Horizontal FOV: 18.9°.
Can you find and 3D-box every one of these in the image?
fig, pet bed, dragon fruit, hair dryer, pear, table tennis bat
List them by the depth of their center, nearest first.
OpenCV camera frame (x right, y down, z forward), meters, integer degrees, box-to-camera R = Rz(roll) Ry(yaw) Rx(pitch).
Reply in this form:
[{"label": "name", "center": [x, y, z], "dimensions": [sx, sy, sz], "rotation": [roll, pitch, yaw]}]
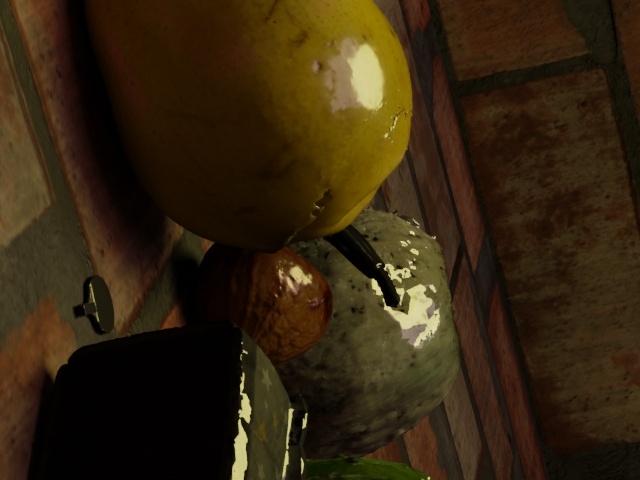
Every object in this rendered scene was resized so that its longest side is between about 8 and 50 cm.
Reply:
[{"label": "pet bed", "center": [-0.104, 0.188, 1.446], "dimensions": [0.211, 0.183, 0.159], "rotation": [-88, 159, -46]}, {"label": "table tennis bat", "center": [-0.187, 0.055, 1.603], "dimensions": [0.083, 0.007, 0.050], "rotation": [-19, 97, -79]}, {"label": "pear", "center": [-0.073, -0.151, 1.775], "dimensions": [0.336, 0.285, 0.285], "rotation": [48, 1, 24]}, {"label": "fig", "center": [-0.071, 0.099, 1.876], "dimensions": [0.146, 0.133, 0.201], "rotation": [29, 67, -34]}, {"label": "hair dryer", "center": [0.000, 0.000, 1.965], "dimensions": [0.195, 0.219, 0.075], "rotation": [-15, 138, -44]}, {"label": "dragon fruit", "center": [0.040, 0.111, 2.077], "dimensions": [0.204, 0.221, 0.283], "rotation": [-89, 165, -65]}]

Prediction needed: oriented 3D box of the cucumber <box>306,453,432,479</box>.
[{"label": "cucumber", "center": [0.018, 0.259, 1.791], "dimensions": [0.134, 0.244, 0.134], "rotation": [-9, 90, -72]}]
